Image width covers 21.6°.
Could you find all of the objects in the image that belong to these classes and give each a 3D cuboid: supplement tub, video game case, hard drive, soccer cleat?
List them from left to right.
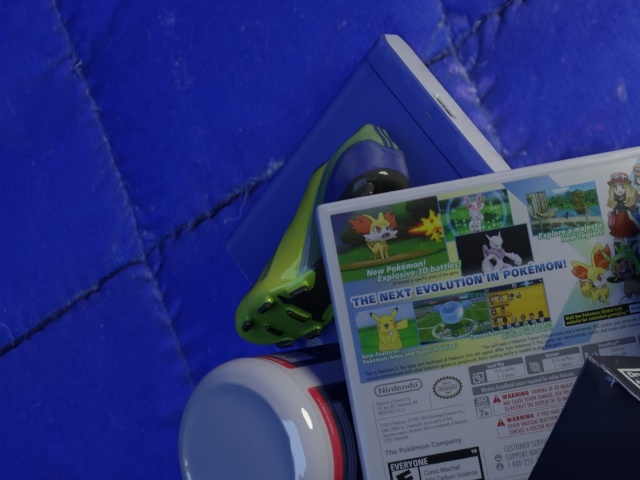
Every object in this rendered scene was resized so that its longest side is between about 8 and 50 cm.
[{"bbox_3d":[0.001,0.000,1.745,0.289,0.093,0.121,-52,32,35],"label":"soccer cleat"},{"bbox_3d":[0.013,0.196,1.664,0.191,0.272,0.191,5,97,42],"label":"supplement tub"},{"bbox_3d":[0.043,-0.029,1.774,0.210,0.040,0.319,53,124,23],"label":"hard drive"},{"bbox_3d":[0.182,0.086,1.541,0.329,0.036,0.300,-10,86,0],"label":"video game case"}]

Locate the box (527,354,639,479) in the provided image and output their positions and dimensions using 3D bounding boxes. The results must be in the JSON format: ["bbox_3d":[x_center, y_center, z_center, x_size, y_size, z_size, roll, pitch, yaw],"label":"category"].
[{"bbox_3d":[0.363,0.241,1.330,0.294,0.296,0.183,43,118,42],"label":"box"}]
